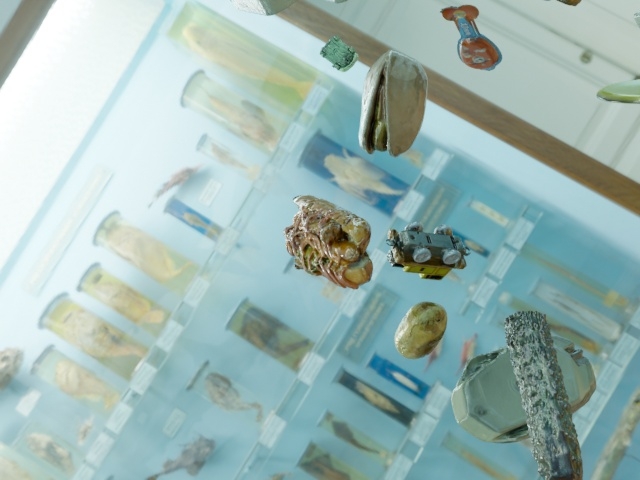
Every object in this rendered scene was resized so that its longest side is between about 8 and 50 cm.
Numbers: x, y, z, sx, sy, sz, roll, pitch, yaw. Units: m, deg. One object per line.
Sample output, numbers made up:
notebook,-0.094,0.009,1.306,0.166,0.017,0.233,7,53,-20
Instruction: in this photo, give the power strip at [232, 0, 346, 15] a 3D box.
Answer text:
power strip,-0.030,-0.468,0.988,0.229,0.261,0.141,-41,-52,-10

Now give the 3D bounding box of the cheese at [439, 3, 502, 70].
cheese,0.362,-0.477,1.492,0.256,0.106,0.037,35,-117,-53

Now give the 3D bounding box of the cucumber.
cucumber,0.421,0.307,1.188,0.096,0.096,0.359,113,163,-49

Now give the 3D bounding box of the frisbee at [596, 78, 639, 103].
frisbee,0.697,-0.312,1.292,0.236,0.236,0.017,-47,-46,-60

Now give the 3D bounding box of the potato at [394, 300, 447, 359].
potato,0.233,0.209,1.446,0.080,0.107,0.170,-86,18,-48

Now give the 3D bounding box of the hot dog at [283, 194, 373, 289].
hot dog,0.000,0.000,1.298,0.349,0.117,0.158,-146,52,-66

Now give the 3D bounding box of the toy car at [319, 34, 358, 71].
toy car,0.065,-0.618,2.101,0.093,0.186,0.058,-45,-42,8

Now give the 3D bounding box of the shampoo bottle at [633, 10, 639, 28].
shampoo bottle,0.849,-0.431,1.470,0.153,0.284,0.071,-31,12,-15

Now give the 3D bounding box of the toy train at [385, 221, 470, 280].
toy train,0.233,0.030,1.405,0.127,0.219,0.089,121,146,-46

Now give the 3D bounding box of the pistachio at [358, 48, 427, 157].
pistachio,0.184,-0.354,1.601,0.197,0.166,0.288,49,-133,-63

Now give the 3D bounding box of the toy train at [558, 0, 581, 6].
toy train,0.587,-0.750,1.666,0.369,0.231,0.163,-12,-44,-38

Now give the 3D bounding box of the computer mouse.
computer mouse,0.511,0.389,1.610,0.429,0.228,0.145,-19,-34,-22
